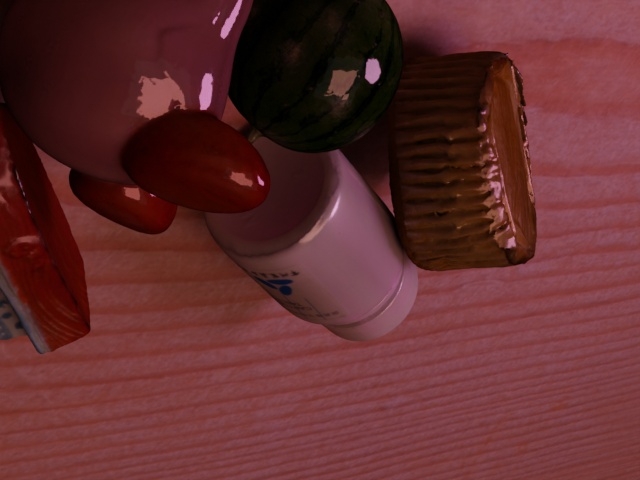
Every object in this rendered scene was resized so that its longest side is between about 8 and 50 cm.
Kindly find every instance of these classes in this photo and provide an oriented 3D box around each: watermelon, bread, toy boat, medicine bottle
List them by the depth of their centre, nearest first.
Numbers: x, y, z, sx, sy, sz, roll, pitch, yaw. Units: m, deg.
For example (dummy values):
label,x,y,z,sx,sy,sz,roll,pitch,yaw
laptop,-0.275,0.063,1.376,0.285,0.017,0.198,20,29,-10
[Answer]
label,x,y,z,sx,sy,sz,roll,pitch,yaw
toy boat,-0.325,-0.022,1.757,0.133,0.145,0.332,-13,141,2
watermelon,-0.016,-0.175,1.874,0.214,0.188,0.188,-52,146,-3
medicine bottle,0.000,0.000,2.085,0.170,0.170,0.293,-46,146,0
bread,0.163,-0.090,2.103,0.227,0.142,0.253,-24,106,-64

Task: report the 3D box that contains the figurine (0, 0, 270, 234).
label,x,y,z,sx,sy,sz,roll,pitch,yaw
figurine,-0.185,-0.147,1.671,0.211,0.270,0.261,4,84,-30
